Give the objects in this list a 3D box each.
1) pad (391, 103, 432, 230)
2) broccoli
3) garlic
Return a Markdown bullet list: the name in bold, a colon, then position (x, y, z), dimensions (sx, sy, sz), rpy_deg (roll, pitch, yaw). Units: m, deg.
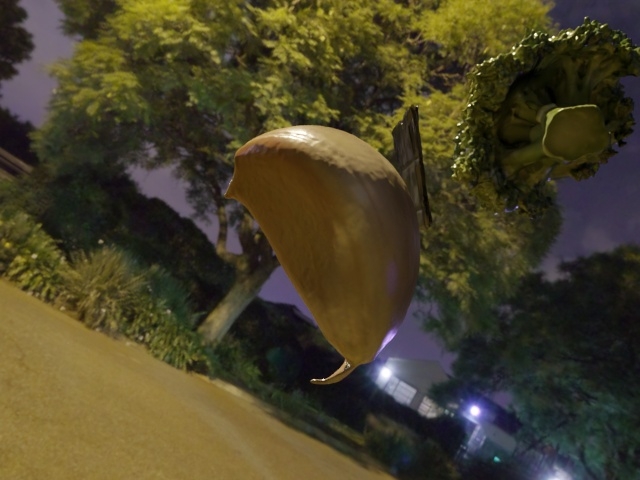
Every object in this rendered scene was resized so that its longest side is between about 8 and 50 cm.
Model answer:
- **pad**: position (0.178, -0.131, 0.994), dimensions (0.022, 0.233, 0.174), rpy_deg (-6, -3, -5)
- **broccoli**: position (0.318, -0.172, 0.737), dimensions (0.235, 0.288, 0.259), rpy_deg (17, 18, 36)
- **garlic**: position (0.014, -0.002, 0.481), dimensions (0.245, 0.164, 0.145), rpy_deg (65, 12, 11)
